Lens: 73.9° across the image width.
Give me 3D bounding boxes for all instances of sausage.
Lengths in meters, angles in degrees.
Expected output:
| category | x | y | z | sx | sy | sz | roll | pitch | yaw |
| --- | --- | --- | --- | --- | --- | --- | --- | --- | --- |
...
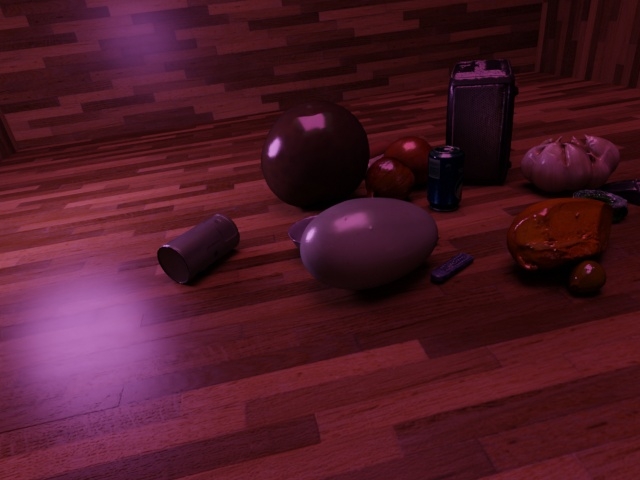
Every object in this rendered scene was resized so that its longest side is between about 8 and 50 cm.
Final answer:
| category | x | y | z | sx | sy | sz | roll | pitch | yaw |
| --- | --- | --- | --- | --- | --- | --- | --- | --- | --- |
| sausage | 0.224 | -0.396 | 1.943 | 0.289 | 0.086 | 0.086 | -24 | 33 | -30 |

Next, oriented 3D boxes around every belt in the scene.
| category | x | y | z | sx | sy | sz | roll | pitch | yaw |
| --- | --- | --- | --- | --- | --- | --- | --- | --- | --- |
| belt | 0.845 | -0.113 | 1.290 | 0.121 | 0.079 | 0.151 | -22 | 33 | -26 |

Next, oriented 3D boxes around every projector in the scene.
| category | x | y | z | sx | sy | sz | roll | pitch | yaw |
| --- | --- | --- | --- | --- | --- | --- | --- | --- | --- |
| projector | 0.620 | -0.469 | 1.651 | 0.242 | 0.404 | 0.395 | 4 | 31 | 20 |

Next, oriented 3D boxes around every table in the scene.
| category | x | y | z | sx | sy | sz | roll | pitch | yaw |
| --- | --- | --- | --- | --- | --- | --- | --- | --- | --- |
| table | -0.359 | 0.020 | 1.273 | 0.127 | 0.126 | 0.220 | 10 | 33 | 28 |

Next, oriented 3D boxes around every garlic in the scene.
| category | x | y | z | sx | sy | sz | roll | pitch | yaw |
| --- | --- | --- | --- | --- | --- | --- | --- | --- | --- |
| garlic | 0.823 | -0.255 | 1.431 | 0.281 | 0.203 | 0.184 | 15 | 53 | 41 |

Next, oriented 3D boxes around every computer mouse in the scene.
| category | x | y | z | sx | sy | sz | roll | pitch | yaw |
| --- | --- | --- | --- | --- | --- | --- | --- | --- | --- |
| computer mouse | 1.009 | -0.164 | 1.363 | 0.106 | 0.062 | 0.192 | -28 | 36 | -34 |

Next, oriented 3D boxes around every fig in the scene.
| category | x | y | z | sx | sy | sz | roll | pitch | yaw |
| --- | --- | --- | --- | --- | --- | --- | --- | --- | --- |
| fig | 0.613 | 0.089 | 0.986 | 0.088 | 0.073 | 0.074 | -36 | 37 | -17 |
| fig | 0.222 | -0.199 | 1.525 | 0.207 | 0.175 | 0.175 | -38 | 37 | -13 |

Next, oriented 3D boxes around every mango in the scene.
| category | x | y | z | sx | sy | sz | roll | pitch | yaw |
| --- | --- | --- | --- | --- | --- | --- | --- | --- | --- |
| mango | 0.626 | -0.031 | 1.082 | 0.350 | 0.201 | 0.199 | -16 | 46 | -33 |

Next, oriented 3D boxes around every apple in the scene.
| category | x | y | z | sx | sy | sz | roll | pitch | yaw |
| --- | --- | --- | --- | --- | --- | --- | --- | --- | --- |
| apple | 0.337 | -0.296 | 1.634 | 0.201 | 0.201 | 0.162 | 19 | 51 | 39 |

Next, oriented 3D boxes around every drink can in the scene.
| category | x | y | z | sx | sy | sz | roll | pitch | yaw |
| --- | --- | --- | --- | --- | --- | --- | --- | --- | --- |
| drink can | 0.419 | -0.207 | 1.430 | 0.118 | 0.204 | 0.118 | -4 | 28 | 2 |

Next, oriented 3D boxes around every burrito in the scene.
| category | x | y | z | sx | sy | sz | roll | pitch | yaw |
| --- | --- | --- | --- | --- | --- | --- | --- | --- | --- |
| burrito | 0.224 | -0.323 | 1.835 | 0.226 | 0.060 | 0.087 | -25 | 38 | -28 |

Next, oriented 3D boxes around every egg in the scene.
| category | x | y | z | sx | sy | sz | roll | pitch | yaw |
| --- | --- | --- | --- | --- | --- | --- | --- | --- | --- |
| egg | 0.130 | 0.004 | 1.083 | 0.371 | 0.229 | 0.230 | -10 | 28 | -16 |

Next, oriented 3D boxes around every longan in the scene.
| category | x | y | z | sx | sy | sz | roll | pitch | yaw |
| --- | --- | --- | --- | --- | --- | --- | --- | --- | --- |
| longan | -0.020 | -0.311 | 1.545 | 0.405 | 0.403 | 0.336 | -7 | 16 | 0 |

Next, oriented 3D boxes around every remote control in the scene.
| category | x | y | z | sx | sy | sz | roll | pitch | yaw |
| --- | --- | --- | --- | --- | --- | --- | --- | --- | --- |
| remote control | 0.345 | 0.071 | 1.124 | 0.153 | 0.027 | 0.044 | -25 | 27 | -33 |

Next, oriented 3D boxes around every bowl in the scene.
| category | x | y | z | sx | sy | sz | roll | pitch | yaw |
| --- | --- | --- | --- | --- | --- | --- | --- | --- | --- |
| bowl | 0.000 | 0.000 | 1.270 | 0.189 | 0.085 | 0.189 | -6 | 27 | 3 |

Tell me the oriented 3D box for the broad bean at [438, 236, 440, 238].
| category | x | y | z | sx | sy | sz | roll | pitch | yaw |
| --- | --- | --- | --- | --- | --- | --- | --- | --- | --- |
| broad bean | 0.272 | -0.044 | 1.329 | 0.065 | 0.046 | 0.255 | -34 | 36 | -29 |
